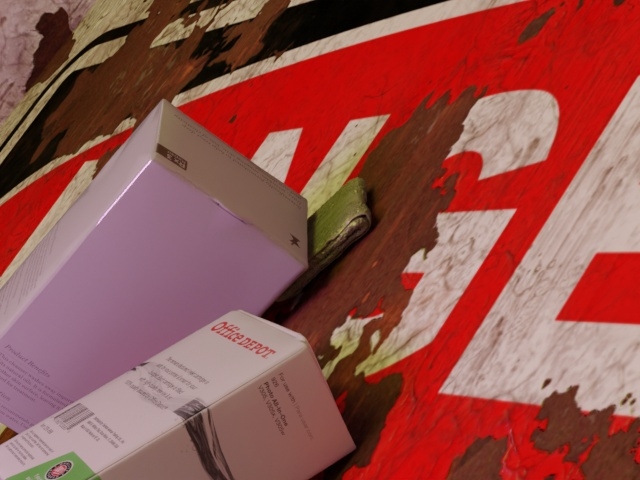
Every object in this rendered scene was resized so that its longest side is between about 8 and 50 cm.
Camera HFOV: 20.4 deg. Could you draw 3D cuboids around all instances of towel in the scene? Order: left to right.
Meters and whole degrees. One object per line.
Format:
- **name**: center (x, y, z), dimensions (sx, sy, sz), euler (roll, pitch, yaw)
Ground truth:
- **towel**: center (0.000, 0.000, 1.961), dimensions (0.148, 0.027, 0.110), euler (-44, 21, 18)

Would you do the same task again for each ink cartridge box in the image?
- **ink cartridge box**: center (-0.141, 0.196, 1.643), dimensions (0.289, 0.122, 0.211), euler (-30, 17, -15)

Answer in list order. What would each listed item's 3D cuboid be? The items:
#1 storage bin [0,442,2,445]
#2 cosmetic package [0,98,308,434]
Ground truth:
- **storage bin**: center (-0.474, 0.290, 2.323), dimensions (0.135, 0.091, 0.098), euler (-54, 21, -11)
- **cosmetic package**: center (-0.210, 0.061, 1.976), dimensions (0.385, 0.217, 0.156), euler (-45, 21, 21)
